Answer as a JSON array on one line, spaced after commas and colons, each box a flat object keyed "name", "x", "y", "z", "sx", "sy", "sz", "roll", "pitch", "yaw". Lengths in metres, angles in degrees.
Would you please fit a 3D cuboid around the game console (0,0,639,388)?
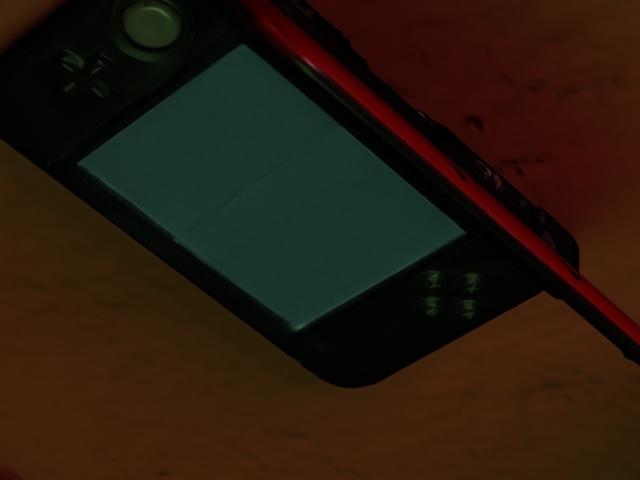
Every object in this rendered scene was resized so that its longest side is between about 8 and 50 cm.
[{"name": "game console", "x": 0.000, "y": 0.000, "z": 0.414, "sx": 0.124, "sy": 0.085, "sz": 0.144, "roll": -32, "pitch": 123, "yaw": 32}]

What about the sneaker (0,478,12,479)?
[{"name": "sneaker", "x": -0.119, "y": 0.145, "z": 0.578, "sx": 0.087, "sy": 0.083, "sz": 0.221, "roll": -13, "pitch": 130, "yaw": 25}]
